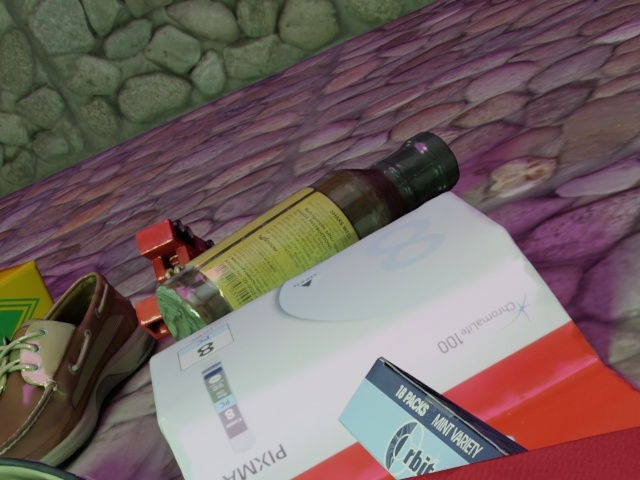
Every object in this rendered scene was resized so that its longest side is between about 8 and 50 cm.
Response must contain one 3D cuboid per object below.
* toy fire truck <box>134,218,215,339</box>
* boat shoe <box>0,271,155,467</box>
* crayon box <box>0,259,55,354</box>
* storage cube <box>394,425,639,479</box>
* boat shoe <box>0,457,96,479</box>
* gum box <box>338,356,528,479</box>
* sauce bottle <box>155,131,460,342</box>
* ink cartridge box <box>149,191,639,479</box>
[{"bbox_3d":[-0.149,0.050,1.254,0.047,0.135,0.192,-24,-22,12],"label":"toy fire truck"},{"bbox_3d":[-0.283,0.139,1.163,0.123,0.116,0.324,-20,19,22],"label":"boat shoe"},{"bbox_3d":[-0.568,0.168,1.499,0.362,0.106,0.313,-14,19,36],"label":"crayon box"},{"bbox_3d":[0.082,0.189,0.334,0.193,0.215,0.184,-18,27,22],"label":"storage cube"},{"bbox_3d":[-0.193,0.223,0.833,0.302,0.091,0.114,-6,28,50],"label":"boat shoe"},{"bbox_3d":[0.112,0.131,0.504,0.041,0.184,0.157,-56,21,-1],"label":"gum box"},{"bbox_3d":[0.000,0.000,1.160,0.344,0.111,0.111,-33,18,-24],"label":"sauce bottle"},{"bbox_3d":[0.035,0.106,0.842,0.308,0.091,0.385,-28,16,-4],"label":"ink cartridge box"}]
